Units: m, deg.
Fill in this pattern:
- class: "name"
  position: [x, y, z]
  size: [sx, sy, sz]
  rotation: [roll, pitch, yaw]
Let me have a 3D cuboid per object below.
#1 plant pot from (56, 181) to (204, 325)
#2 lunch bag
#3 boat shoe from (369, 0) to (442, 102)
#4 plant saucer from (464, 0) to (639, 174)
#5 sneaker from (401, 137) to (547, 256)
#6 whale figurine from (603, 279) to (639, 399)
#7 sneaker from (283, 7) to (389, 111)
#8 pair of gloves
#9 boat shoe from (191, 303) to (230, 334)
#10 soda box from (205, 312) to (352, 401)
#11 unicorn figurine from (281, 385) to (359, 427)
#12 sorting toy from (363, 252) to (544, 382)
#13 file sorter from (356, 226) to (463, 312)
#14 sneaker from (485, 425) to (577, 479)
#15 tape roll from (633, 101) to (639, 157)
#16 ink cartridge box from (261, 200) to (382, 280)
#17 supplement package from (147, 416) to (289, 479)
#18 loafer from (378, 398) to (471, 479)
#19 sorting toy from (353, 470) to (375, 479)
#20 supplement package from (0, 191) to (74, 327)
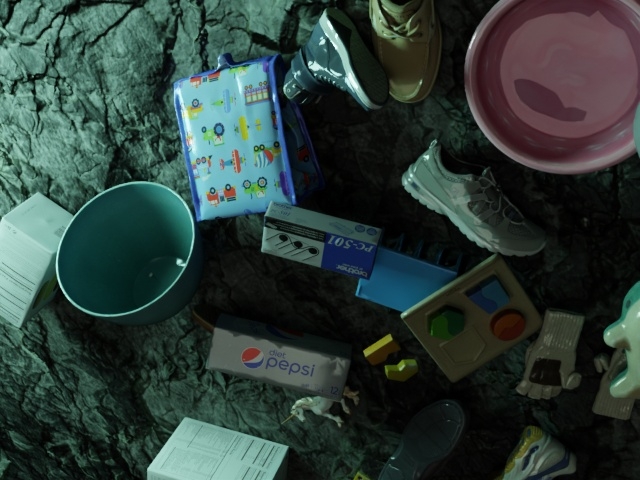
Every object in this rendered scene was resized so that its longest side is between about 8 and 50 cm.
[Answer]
- class: "plant pot"
  position: [-0.351, 0.055, 1.958]
  size: [0.290, 0.290, 0.195]
  rotation: [3, 154, 19]
- class: "lunch bag"
  position: [-0.148, -0.202, 1.816]
  size: [0.221, 0.138, 0.293]
  rotation: [-8, 104, 27]
- class: "boat shoe"
  position: [0.131, -0.383, 1.612]
  size: [0.122, 0.110, 0.341]
  rotation: [4, 118, 19]
- class: "plant saucer"
  position: [0.405, -0.273, 1.587]
  size: [0.332, 0.084, 0.332]
  rotation: [9, 120, 16]
- class: "sneaker"
  position: [0.284, -0.073, 1.725]
  size: [0.281, 0.105, 0.115]
  rotation: [31, 123, 3]
- class: "whale figurine"
  position: [0.598, 0.168, 1.720]
  size: [0.216, 0.141, 0.272]
  rotation: [7, 128, -6]
- class: "sneaker"
  position: [0.023, -0.267, 1.682]
  size: [0.163, 0.086, 0.226]
  rotation: [-48, 50, 32]
- class: "pair of gloves"
  position: [0.506, 0.240, 1.831]
  size: [0.240, 0.042, 0.204]
  rotation: [17, 121, 0]
- class: "boat shoe"
  position: [-0.200, 0.200, 2.076]
  size: [0.178, 0.064, 0.060]
  rotation: [31, 121, 0]
- class: "soda box"
  position: [-0.083, 0.236, 1.993]
  size: [0.287, 0.091, 0.098]
  rotation: [13, 105, 0]
- class: "unicorn figurine"
  position: [0.010, 0.354, 2.091]
  size: [0.111, 0.060, 0.162]
  rotation: [34, 107, 1]
- class: "sorting toy"
  position: [0.248, 0.178, 1.805]
  size: [0.307, 0.041, 0.229]
  rotation: [-34, 125, 8]
- class: "file sorter"
  position: [0.172, 0.059, 1.838]
  size: [0.170, 0.104, 0.118]
  rotation: [19, 122, 11]
- class: "sneaker"
  position: [0.410, 0.517, 1.992]
  size: [0.131, 0.112, 0.296]
  rotation: [30, 124, 3]
- class: "tape roll"
  position: [0.601, -0.181, 1.511]
  size: [0.219, 0.072, 0.219]
  rotation: [-6, 123, -10]
- class: "ink cartridge box"
  position: [0.000, 0.000, 1.756]
  size: [0.207, 0.046, 0.097]
  rotation: [15, 137, 5]
- class: "supplement package"
  position: [-0.230, 0.564, 2.202]
  size: [0.263, 0.198, 0.199]
  rotation: [13, 120, 14]
- class: "loafer"
  position: [0.226, 0.434, 2.044]
  size: [0.109, 0.095, 0.302]
  rotation: [49, 123, 27]
- class: "sorting toy"
  position: [0.147, 0.642, 2.195]
  size: [0.132, 0.046, 0.274]
  rotation: [-38, 99, 32]
- class: "supplement package"
  position: [-0.630, 0.044, 2.108]
  size: [0.134, 0.139, 0.244]
  rotation: [34, 124, 1]
